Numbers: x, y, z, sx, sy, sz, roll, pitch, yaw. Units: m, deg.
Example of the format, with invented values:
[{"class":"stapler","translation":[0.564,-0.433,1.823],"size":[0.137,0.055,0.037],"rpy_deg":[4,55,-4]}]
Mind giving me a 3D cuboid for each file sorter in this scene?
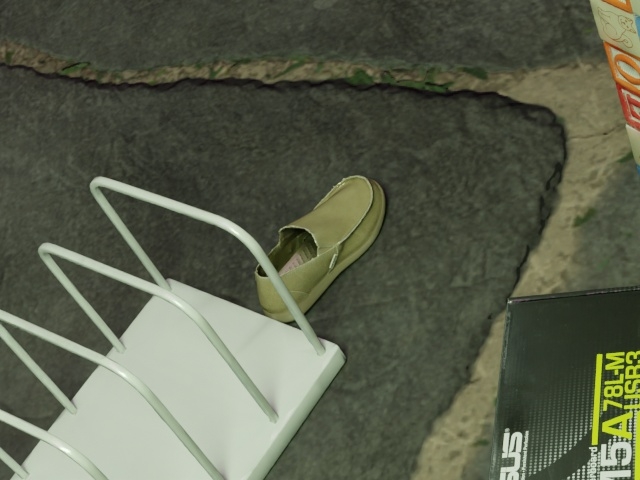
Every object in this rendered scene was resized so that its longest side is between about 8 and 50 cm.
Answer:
[{"class":"file sorter","translation":[-0.158,0.120,1.080],"size":[0.192,0.173,0.278],"rpy_deg":[18,63,38]}]

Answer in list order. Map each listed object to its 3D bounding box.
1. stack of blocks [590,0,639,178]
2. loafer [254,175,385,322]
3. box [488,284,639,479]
[{"class":"stack of blocks","translation":[0.278,-0.113,0.966],"size":[0.087,0.297,0.171],"rpy_deg":[-41,46,-13]},{"class":"loafer","translation":[0.000,0.000,1.186],"size":[0.056,0.050,0.148],"rpy_deg":[18,62,37]},{"class":"box","translation":[0.209,0.115,0.984],"size":[0.184,0.045,0.191],"rpy_deg":[-4,50,21]}]
